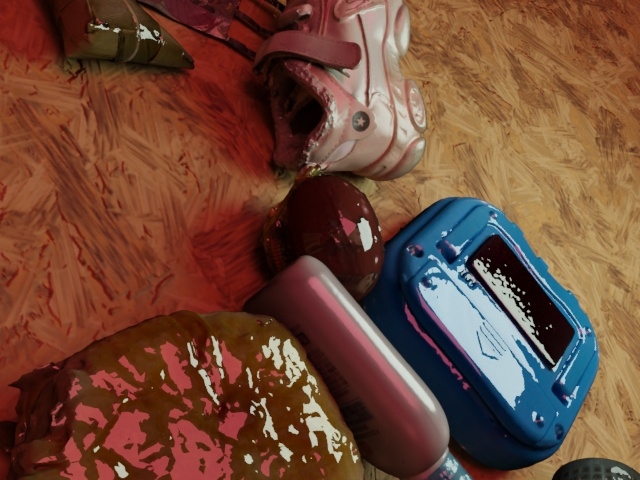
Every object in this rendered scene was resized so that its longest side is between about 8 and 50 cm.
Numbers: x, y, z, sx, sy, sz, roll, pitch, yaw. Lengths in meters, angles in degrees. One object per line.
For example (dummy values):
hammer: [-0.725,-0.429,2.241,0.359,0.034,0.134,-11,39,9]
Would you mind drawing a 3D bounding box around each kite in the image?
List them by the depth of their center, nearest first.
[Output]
kite: [-0.133,-0.339,1.026,0.360,0.022,0.204,29,51,-18]

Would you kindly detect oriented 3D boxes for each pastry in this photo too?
pastry: [-0.110,0.212,0.632,0.329,0.136,0.330,17,56,-27]

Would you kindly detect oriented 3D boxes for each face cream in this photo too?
face cream: [0.056,0.171,0.762,0.080,0.163,0.337,-40,90,-29]

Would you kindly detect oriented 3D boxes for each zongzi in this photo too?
zongzi: [-0.250,-0.284,0.875,0.176,0.078,0.160,-9,69,-50]

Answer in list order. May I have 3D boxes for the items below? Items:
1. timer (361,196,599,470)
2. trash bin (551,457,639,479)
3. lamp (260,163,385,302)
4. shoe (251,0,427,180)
timer: [0.224,0.108,0.958,0.340,0.115,0.309,51,44,1]
trash bin: [0.340,0.358,0.867,0.175,0.175,0.161,37,38,-13]
lamp: [0.001,0.004,0.844,0.135,0.157,0.156,-18,118,-8]
shoe: [0.011,-0.246,0.953,0.198,0.172,0.351,-11,80,-38]
